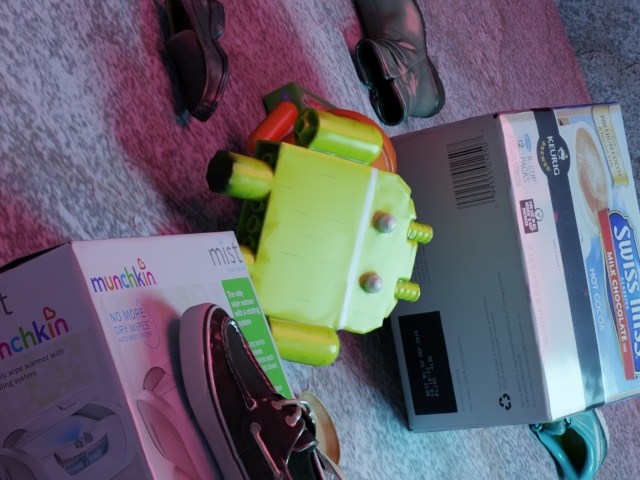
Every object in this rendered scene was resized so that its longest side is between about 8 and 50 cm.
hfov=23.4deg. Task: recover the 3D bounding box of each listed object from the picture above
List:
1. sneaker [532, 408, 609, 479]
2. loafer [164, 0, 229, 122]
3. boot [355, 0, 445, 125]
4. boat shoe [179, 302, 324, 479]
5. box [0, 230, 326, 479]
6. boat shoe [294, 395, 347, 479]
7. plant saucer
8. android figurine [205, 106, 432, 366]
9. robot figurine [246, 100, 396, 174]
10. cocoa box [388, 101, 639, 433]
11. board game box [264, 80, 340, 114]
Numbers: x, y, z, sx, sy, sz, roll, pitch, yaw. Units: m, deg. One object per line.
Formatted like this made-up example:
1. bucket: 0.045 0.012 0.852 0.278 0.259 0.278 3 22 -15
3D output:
1. sneaker: 0.346 0.232 2.254 0.275 0.107 0.110 60 30 -14
2. loafer: -0.135 -0.193 1.607 0.061 0.062 0.170 22 40 -31
3. boot: 0.096 -0.285 2.237 0.161 0.083 0.246 -11 76 -63
4. boat shoe: -0.034 0.142 1.100 0.078 0.070 0.219 -12 80 -68
5. box: -0.133 0.120 1.161 0.262 0.127 0.231 -3 72 -67
6. boat shoe: -0.020 0.212 1.443 0.152 0.056 0.049 58 25 5
7. plant saucer: -0.007 0.192 1.542 0.083 0.015 0.083 50 26 -35
8. android figurine: 0.000 0.000 1.524 0.273 0.056 0.248 15 87 -37
9. robot figurine: 0.002 -0.066 1.656 0.219 0.158 0.128 -44 146 -54
10. cocoa box: 0.227 0.030 1.800 0.228 0.231 0.347 -9 88 -41
11. board game box: 0.048 -0.054 1.904 0.317 0.046 0.213 22 47 -62
